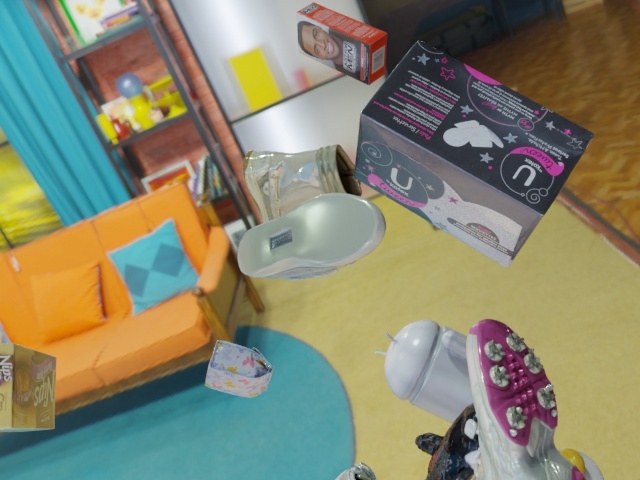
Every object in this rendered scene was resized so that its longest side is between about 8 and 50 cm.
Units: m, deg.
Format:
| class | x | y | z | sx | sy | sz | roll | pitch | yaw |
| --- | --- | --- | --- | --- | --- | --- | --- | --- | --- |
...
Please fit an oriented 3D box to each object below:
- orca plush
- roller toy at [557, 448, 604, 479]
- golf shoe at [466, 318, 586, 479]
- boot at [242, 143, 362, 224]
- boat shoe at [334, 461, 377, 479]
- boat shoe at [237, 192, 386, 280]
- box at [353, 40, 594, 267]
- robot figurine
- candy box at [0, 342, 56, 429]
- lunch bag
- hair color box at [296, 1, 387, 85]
| class | x | y | z | sx | sy | sz | roll | pitch | yaw |
| --- | --- | --- | --- | --- | --- | --- | --- | --- | --- |
| orca plush | 0.189 | 0.316 | 1.017 | 0.151 | 0.287 | 0.102 | -33 | 56 | -31 |
| roller toy | 0.539 | 0.575 | 1.595 | 0.146 | 0.191 | 0.209 | 10 | -20 | -20 |
| golf shoe | 0.226 | 0.251 | 0.847 | 0.115 | 0.306 | 0.140 | 0 | -26 | -34 |
| boot | -0.013 | -0.059 | 1.102 | 0.165 | 0.213 | 0.077 | -4 | 44 | 21 |
| boat shoe | 0.093 | 0.561 | 1.527 | 0.103 | 0.118 | 0.320 | -41 | -9 | 5 |
| boat shoe | 0.000 | 0.001 | 0.804 | 0.081 | 0.079 | 0.227 | 11 | -18 | -42 |
| box | 0.181 | -0.104 | 0.892 | 0.247 | 0.163 | 0.142 | 33 | 68 | 14 |
| robot figurine | 0.300 | 0.312 | 1.627 | 0.353 | 0.300 | 0.200 | 24 | 48 | 6 |
| candy box | -0.414 | 0.206 | 0.959 | 0.053 | 0.109 | 0.187 | -4 | -15 | -4 |
| lunch bag | -0.107 | 0.174 | 0.938 | 0.083 | 0.071 | 0.053 | 17 | 55 | -2 |
| hair color box | 0.030 | -0.293 | 1.039 | 0.141 | 0.072 | 0.043 | 32 | 56 | 28 |
